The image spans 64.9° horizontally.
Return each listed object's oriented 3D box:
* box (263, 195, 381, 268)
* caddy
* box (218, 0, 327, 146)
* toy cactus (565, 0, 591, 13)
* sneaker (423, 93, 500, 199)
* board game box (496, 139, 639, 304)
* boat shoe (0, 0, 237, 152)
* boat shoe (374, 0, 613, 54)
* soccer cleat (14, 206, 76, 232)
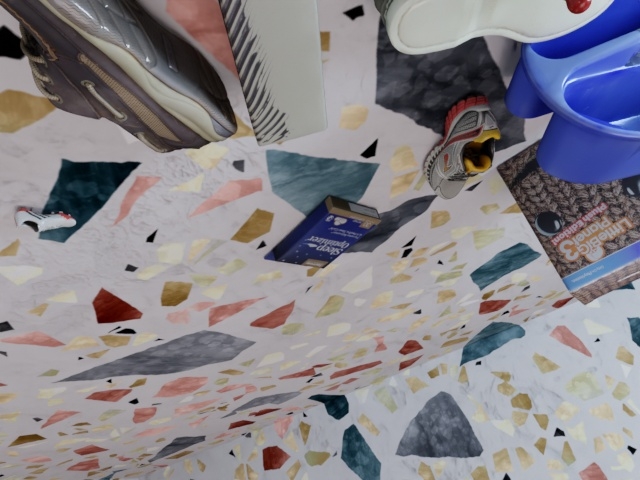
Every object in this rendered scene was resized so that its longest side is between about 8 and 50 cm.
[{"bbox_3d":[0.000,0.000,1.028,0.136,0.036,0.225,11,140,-41],"label":"box"},{"bbox_3d":[0.429,-0.226,0.687,0.341,0.241,0.179,-15,155,-7],"label":"caddy"},{"bbox_3d":[-0.055,-0.234,0.529,0.094,0.113,0.275,-15,149,-4],"label":"box"},{"bbox_3d":[0.236,-0.342,0.478,0.180,0.219,0.112,29,176,-10],"label":"toy cactus"},{"bbox_3d":[0.243,-0.139,0.873,0.088,0.093,0.225,-14,151,-9],"label":"sneaker"},{"bbox_3d":[0.518,-0.067,0.948,0.232,0.291,0.141,-34,147,25],"label":"board game box"},{"bbox_3d":[-0.226,-0.181,0.500,0.130,0.132,0.355,-28,148,16],"label":"boat shoe"},{"bbox_3d":[0.210,-0.296,0.593,0.305,0.091,0.109,-12,149,-12],"label":"boat shoe"},{"bbox_3d":[-0.410,-0.026,0.751,0.083,0.036,0.029,12,139,-41],"label":"soccer cleat"}]
